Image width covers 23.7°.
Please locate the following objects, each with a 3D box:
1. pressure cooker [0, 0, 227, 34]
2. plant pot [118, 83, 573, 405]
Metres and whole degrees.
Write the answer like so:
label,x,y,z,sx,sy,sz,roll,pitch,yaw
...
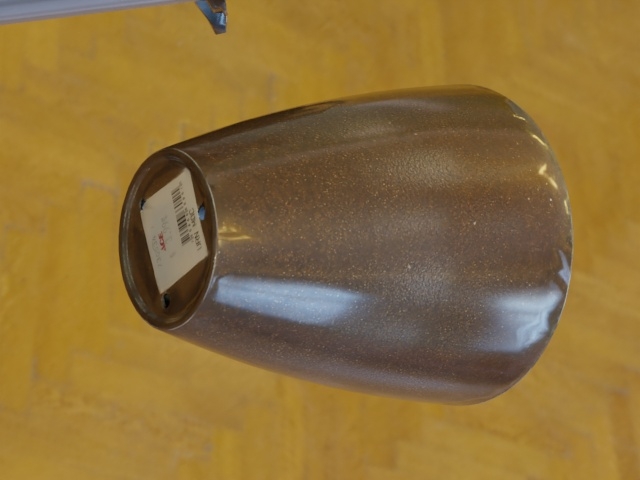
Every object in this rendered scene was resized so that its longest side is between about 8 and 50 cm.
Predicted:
label,x,y,z,sx,sy,sz,roll,pitch,yaw
pressure cooker,-0.192,-0.394,1.444,0.420,0.370,0.375,-8,74,-2
plant pot,0.000,0.000,0.949,0.230,0.215,0.215,2,64,-39
